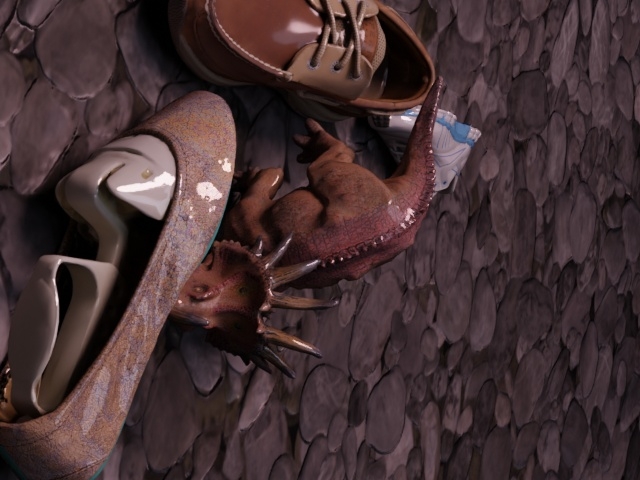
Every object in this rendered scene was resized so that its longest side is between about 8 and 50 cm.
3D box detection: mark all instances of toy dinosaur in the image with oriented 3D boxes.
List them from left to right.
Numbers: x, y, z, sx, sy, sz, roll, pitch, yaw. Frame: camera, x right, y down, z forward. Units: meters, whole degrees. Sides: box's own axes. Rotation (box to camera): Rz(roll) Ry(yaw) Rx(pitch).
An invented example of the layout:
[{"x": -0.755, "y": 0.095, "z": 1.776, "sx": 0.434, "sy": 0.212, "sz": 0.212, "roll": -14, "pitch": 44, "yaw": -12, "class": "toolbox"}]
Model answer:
[{"x": 0.000, "y": 0.000, "z": 1.393, "sx": 0.127, "sy": 0.296, "sz": 0.200, "roll": 58, "pitch": 0, "yaw": -16, "class": "toy dinosaur"}]

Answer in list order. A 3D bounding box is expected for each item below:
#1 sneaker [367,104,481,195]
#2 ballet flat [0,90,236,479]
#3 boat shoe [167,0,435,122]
[{"x": 0.095, "y": -0.081, "z": 1.713, "sx": 0.191, "sy": 0.071, "sz": 0.083, "roll": 17, "pitch": 86, "yaw": -61, "class": "sneaker"}, {"x": -0.144, "y": 0.015, "z": 1.250, "sx": 0.106, "sy": 0.107, "sz": 0.316, "roll": 44, "pitch": 56, "yaw": -48, "class": "ballet flat"}, {"x": -0.005, "y": -0.167, "z": 1.450, "sx": 0.324, "sy": 0.116, "sz": 0.123, "roll": 11, "pitch": 86, "yaw": -62, "class": "boat shoe"}]
